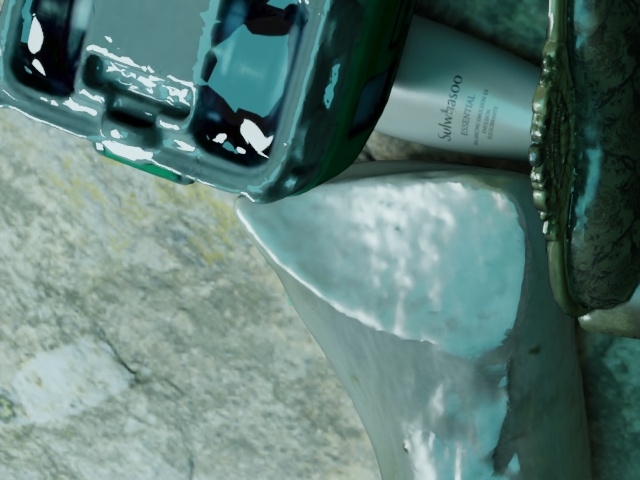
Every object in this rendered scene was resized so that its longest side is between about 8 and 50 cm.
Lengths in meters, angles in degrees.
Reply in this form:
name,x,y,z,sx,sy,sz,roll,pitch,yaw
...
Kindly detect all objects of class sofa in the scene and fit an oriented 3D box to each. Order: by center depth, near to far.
name,x,y,z,sx,sy,sz,roll,pitch,yaw
sofa,0.222,-0.065,0.968,0.200,0.182,0.258,8,117,21

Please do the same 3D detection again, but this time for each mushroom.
name,x,y,z,sx,sy,sz,roll,pitch,yaw
mushroom,0.076,0.146,1.152,0.177,0.126,0.397,-7,104,15

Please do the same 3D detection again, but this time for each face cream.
name,x,y,z,sx,sy,sz,roll,pitch,yaw
face cream,0.050,-0.091,1.115,0.182,0.051,0.072,20,121,17

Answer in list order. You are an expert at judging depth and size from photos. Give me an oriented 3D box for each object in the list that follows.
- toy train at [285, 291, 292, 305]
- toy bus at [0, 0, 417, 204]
name,x,y,z,sx,sy,sz,roll,pitch,yaw
toy train,0.000,0.000,1.191,0.056,0.038,0.093,-2,113,29
toy bus,-0.021,-0.204,0.981,0.183,0.199,0.344,22,109,16
